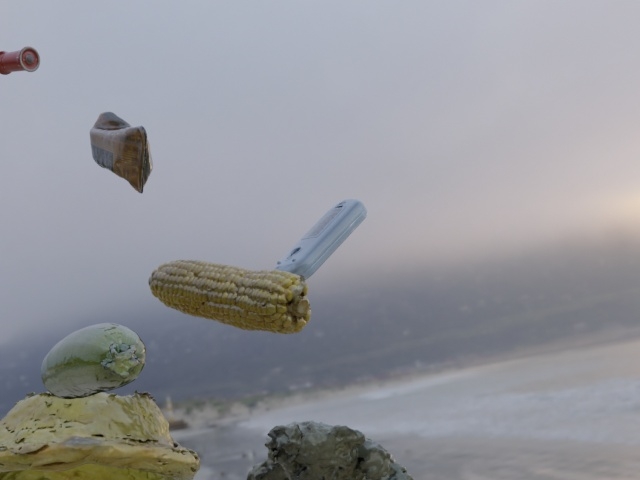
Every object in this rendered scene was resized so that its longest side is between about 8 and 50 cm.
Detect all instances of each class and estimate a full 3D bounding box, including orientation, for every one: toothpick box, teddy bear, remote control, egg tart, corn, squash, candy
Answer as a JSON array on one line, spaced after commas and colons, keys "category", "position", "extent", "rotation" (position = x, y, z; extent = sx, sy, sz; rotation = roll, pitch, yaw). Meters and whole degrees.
[{"category": "toothpick box", "position": [-0.556, -0.328, 1.998], "extent": [0.083, 0.047, 0.047], "rotation": [1, 1, 38]}, {"category": "teddy bear", "position": [-0.005, 0.498, 2.361], "extent": [0.357, 0.224, 0.367], "rotation": [-14, -26, 20]}, {"category": "remote control", "position": [0.000, 0.000, 1.988], "extent": [0.087, 0.047, 0.244], "rotation": [-7, 31, 46]}, {"category": "egg tart", "position": [-0.346, 0.292, 1.577], "extent": [0.345, 0.132, 0.345], "rotation": [-4, -20, -1]}, {"category": "corn", "position": [-0.140, 0.080, 1.635], "extent": [0.291, 0.101, 0.101], "rotation": [8, 3, 33]}, {"category": "squash", "position": [-0.216, 0.115, 1.054], "extent": [0.066, 0.066, 0.252], "rotation": [-5, -8, -30]}, {"category": "candy", "position": [-0.412, -0.188, 2.316], "extent": [0.101, 0.143, 0.271], "rotation": [-9, 17, -26]}]
